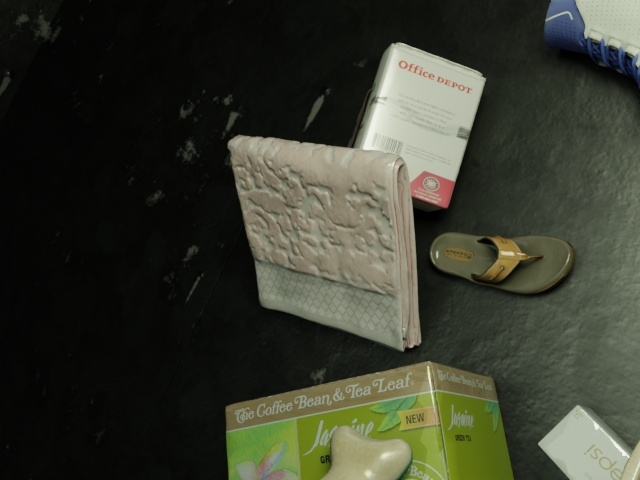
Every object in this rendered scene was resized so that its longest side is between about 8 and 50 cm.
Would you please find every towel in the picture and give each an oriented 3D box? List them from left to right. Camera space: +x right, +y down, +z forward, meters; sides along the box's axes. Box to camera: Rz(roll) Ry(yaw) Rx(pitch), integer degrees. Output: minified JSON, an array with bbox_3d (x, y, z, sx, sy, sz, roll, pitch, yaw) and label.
[{"bbox_3d":[0.000,0.000,1.018,0.331,0.053,0.317,13,122,38],"label":"towel"}]

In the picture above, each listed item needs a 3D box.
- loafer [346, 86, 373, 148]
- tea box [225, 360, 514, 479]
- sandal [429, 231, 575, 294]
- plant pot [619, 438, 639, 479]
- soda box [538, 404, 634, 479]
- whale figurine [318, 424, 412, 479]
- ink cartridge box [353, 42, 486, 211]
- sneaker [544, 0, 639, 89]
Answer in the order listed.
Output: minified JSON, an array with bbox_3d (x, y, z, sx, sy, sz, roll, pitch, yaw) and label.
[{"bbox_3d":[0.062,-0.114,1.098,0.109,0.095,0.303,19,86,39],"label":"loafer"},{"bbox_3d":[0.070,0.356,0.857,0.329,0.220,0.324,-20,63,29],"label":"tea box"},{"bbox_3d":[0.249,0.022,0.940,0.219,0.060,0.090,12,82,38],"label":"sandal"},{"bbox_3d":[0.431,0.295,0.471,0.333,0.305,0.334,-29,31,19],"label":"plant pot"},{"bbox_3d":[0.364,0.298,0.760,0.074,0.069,0.216,-50,54,12],"label":"soda box"},{"bbox_3d":[0.021,0.342,0.695,0.216,0.141,0.272,1,52,36],"label":"whale figurine"},{"bbox_3d":[0.144,-0.172,1.013,0.092,0.158,0.218,170,118,-82],"label":"ink cartridge box"},{"bbox_3d":[0.436,-0.241,0.850,0.315,0.127,0.182,16,82,37],"label":"sneaker"}]
